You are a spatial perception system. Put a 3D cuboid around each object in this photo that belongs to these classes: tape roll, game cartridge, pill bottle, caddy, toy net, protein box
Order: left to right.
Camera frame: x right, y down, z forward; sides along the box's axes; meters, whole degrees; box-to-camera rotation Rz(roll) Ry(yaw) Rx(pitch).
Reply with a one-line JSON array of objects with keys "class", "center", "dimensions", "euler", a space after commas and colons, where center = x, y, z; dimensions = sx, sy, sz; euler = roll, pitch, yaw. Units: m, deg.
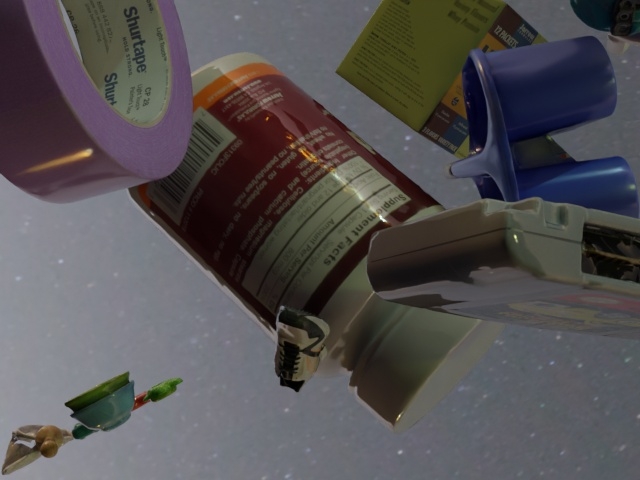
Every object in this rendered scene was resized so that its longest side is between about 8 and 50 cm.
[{"class": "tape roll", "center": [-0.204, -0.172, 0.792], "dimensions": [0.090, 0.275, 0.275], "euler": [-13, -89, 15]}, {"class": "toy net", "center": [-0.250, 0.181, 1.002], "dimensions": [0.232, 0.122, 0.045], "euler": [-27, -89, 35]}, {"class": "pill bottle", "center": [0.000, 0.000, 1.028], "dimensions": [0.392, 0.224, 0.224], "euler": [42, -58, 18]}, {"class": "protein box", "center": [0.170, -0.255, 1.375], "dimensions": [0.200, 0.136, 0.201], "euler": [43, -76, 40]}, {"class": "caddy", "center": [0.225, -0.095, 1.094], "dimensions": [0.179, 0.341, 0.241], "euler": [-12, -89, 5]}, {"class": "game cartridge", "center": [0.193, 0.030, 0.696], "dimensions": [0.196, 0.294, 0.060], "euler": [-10, -108, 64]}]

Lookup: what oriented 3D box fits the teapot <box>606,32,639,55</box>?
[{"class": "teapot", "center": [0.441, -0.374, 1.233], "dimensions": [0.256, 0.187, 0.253], "euler": [-10, -66, 42]}]

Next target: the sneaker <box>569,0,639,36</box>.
[{"class": "sneaker", "center": [0.281, -0.284, 0.996], "dimensions": [0.178, 0.295, 0.124], "euler": [119, -43, -65]}]

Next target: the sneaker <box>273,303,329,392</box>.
[{"class": "sneaker", "center": [-0.017, 0.086, 0.758], "dimensions": [0.040, 0.044, 0.109], "euler": [20, -25, 16]}]
